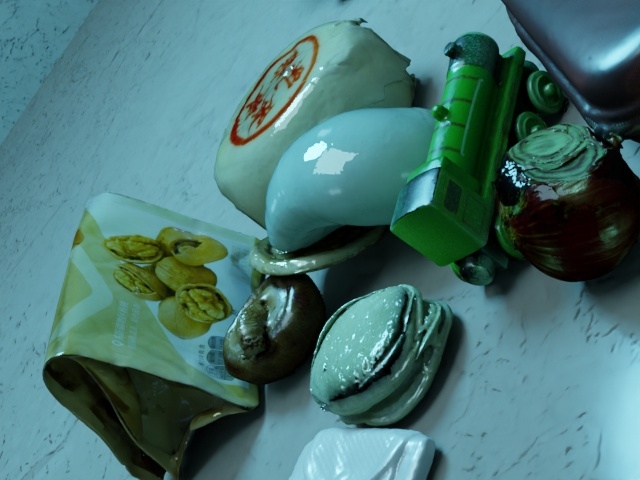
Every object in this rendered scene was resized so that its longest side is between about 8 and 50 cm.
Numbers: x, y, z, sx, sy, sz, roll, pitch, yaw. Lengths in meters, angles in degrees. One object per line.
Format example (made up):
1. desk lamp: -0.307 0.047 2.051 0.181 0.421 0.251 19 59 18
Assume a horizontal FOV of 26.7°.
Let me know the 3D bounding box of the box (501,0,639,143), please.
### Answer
1. box: 0.280 -0.234 1.123 0.263 0.108 0.404 -47 24 17

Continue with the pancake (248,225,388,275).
1. pancake: 0.001 0.001 1.354 0.151 0.025 0.151 -13 15 4

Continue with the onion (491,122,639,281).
1. onion: 0.191 -0.024 1.015 0.118 0.118 0.117 -45 22 20

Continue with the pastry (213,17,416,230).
1. pastry: -0.012 -0.126 1.505 0.265 0.133 0.265 -46 21 23

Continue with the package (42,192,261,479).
1. package: -0.189 0.113 1.471 0.311 0.221 0.165 -95 26 -57

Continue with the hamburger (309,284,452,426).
1. hamburger: 0.050 0.099 1.165 0.140 0.062 0.133 -20 40 56

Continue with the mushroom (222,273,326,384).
1. mushroom: -0.049 0.082 1.341 0.127 0.087 0.127 -37 31 28

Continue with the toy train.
1. toy train: 0.137 -0.077 1.171 0.085 0.119 0.251 -31 34 45

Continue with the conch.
1. conch: 0.039 -0.061 1.301 0.221 0.185 0.121 -13 80 32

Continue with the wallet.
1. wallet: 0.019 0.210 1.110 0.183 0.032 0.124 -11 51 56
